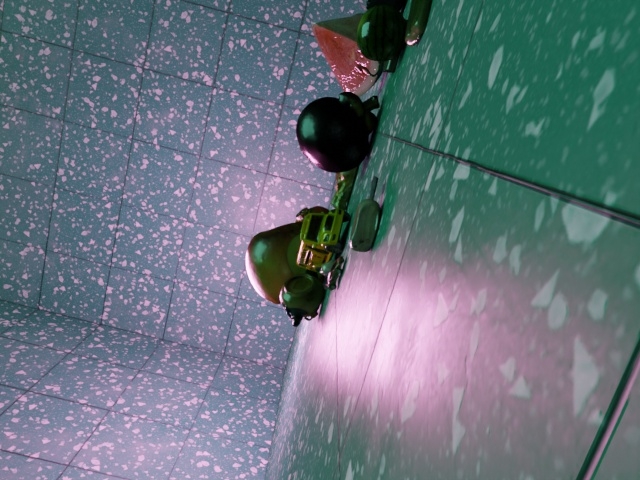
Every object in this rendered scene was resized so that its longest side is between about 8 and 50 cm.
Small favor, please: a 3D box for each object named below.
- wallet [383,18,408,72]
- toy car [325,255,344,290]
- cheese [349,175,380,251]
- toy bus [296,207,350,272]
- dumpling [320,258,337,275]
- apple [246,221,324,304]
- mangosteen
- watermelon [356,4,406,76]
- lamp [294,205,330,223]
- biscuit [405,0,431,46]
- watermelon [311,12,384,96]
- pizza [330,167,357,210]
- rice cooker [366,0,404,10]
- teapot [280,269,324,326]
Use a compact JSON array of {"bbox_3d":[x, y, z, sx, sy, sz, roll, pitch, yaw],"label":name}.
[{"bbox_3d":[0.221,-0.582,1.519,0.118,0.039,0.152,-92,15,-75],"label":"wallet"},{"bbox_3d":[0.045,0.098,1.535,0.059,0.035,0.121,-72,-3,-52],"label":"toy car"},{"bbox_3d":[0.100,-0.059,1.063,0.092,0.048,0.171,130,154,-83],"label":"cheese"},{"bbox_3d":[0.000,0.000,1.799,0.330,0.152,0.144,109,176,-65],"label":"toy bus"},{"bbox_3d":[0.030,0.088,1.724,0.076,0.052,0.057,112,168,-61],"label":"dumpling"},{"bbox_3d":[-0.131,0.100,2.224,0.374,0.385,0.373,167,90,-86],"label":"apple"},{"bbox_3d":[0.071,-0.369,1.664,0.302,0.275,0.275,-39,11,11],"label":"mangosteen"},{"bbox_3d":[0.167,-0.556,1.415,0.140,0.141,0.187,-81,-5,-65],"label":"watermelon"},{"bbox_3d":[-0.033,-0.068,2.466,0.223,0.196,0.223,-35,22,16],"label":"lamp"},{"bbox_3d":[0.241,-0.596,1.156,0.099,0.038,0.322,129,156,-77],"label":"biscuit"},{"bbox_3d":[0.126,-0.648,1.776,0.283,0.293,0.250,176,87,-85],"label":"watermelon"},{"bbox_3d":[0.090,-0.225,1.977,0.280,0.075,0.287,110,175,-75],"label":"pizza"},{"bbox_3d":[0.235,-0.844,1.752,0.203,0.119,0.142,159,134,-77],"label":"rice cooker"},{"bbox_3d":[-0.060,0.225,1.997,0.269,0.173,0.182,-64,-32,-47],"label":"teapot"}]
